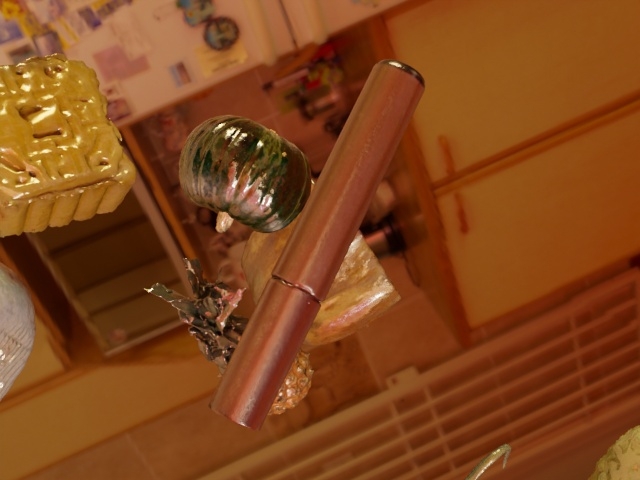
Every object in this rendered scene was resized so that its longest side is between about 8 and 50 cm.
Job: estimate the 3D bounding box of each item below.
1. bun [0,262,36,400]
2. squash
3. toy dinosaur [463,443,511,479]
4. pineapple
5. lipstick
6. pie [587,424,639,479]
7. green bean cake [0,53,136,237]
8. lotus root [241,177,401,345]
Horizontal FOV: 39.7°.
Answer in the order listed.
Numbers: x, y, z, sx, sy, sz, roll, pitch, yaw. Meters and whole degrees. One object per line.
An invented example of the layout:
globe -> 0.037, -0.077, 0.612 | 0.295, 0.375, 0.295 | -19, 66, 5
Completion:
bun -> -0.554, 0.153, 1.186 | 0.211, 0.362, 0.362 | 36, 167, 16
squash -> -0.119, -0.101, 1.406 | 0.218, 0.172, 0.218 | 24, 154, 12
toy dinosaur -> 0.124, 0.407, 1.187 | 0.076, 0.363, 0.147 | 36, -152, -4
pineapple -> -0.145, 0.173, 1.532 | 0.364, 0.165, 0.165 | 53, -174, -46
lipstick -> 0.000, 0.000, 0.809 | 0.057, 0.357, 0.057 | 25, 174, 3
pie -> 0.388, 0.196, 0.880 | 0.296, 0.371, 0.078 | 17, -146, -53
green bean cake -> -0.396, -0.136, 1.245 | 0.131, 0.229, 0.224 | -39, 74, 52
lotus root -> -0.016, 0.053, 1.764 | 0.316, 0.250, 0.316 | 49, -176, -4
